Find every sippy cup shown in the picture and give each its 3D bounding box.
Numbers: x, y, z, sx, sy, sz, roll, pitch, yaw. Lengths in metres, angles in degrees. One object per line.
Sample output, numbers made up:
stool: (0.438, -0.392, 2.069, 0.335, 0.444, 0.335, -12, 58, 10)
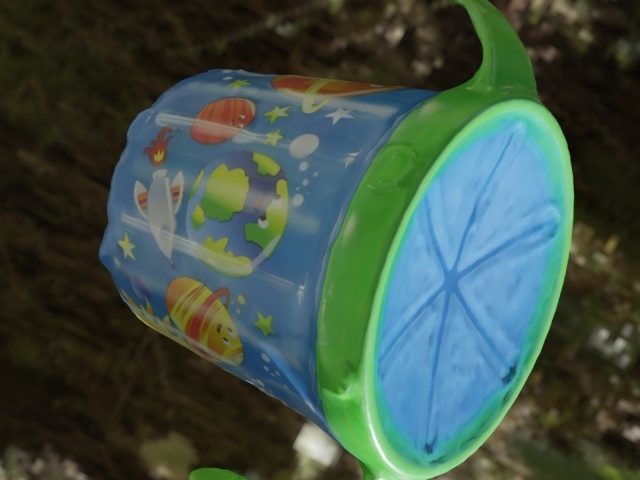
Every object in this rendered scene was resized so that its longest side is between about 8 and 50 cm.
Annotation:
sippy cup: (0.000, 0.000, 1.196, 0.305, 0.224, 0.240, -56, 145, -26)
